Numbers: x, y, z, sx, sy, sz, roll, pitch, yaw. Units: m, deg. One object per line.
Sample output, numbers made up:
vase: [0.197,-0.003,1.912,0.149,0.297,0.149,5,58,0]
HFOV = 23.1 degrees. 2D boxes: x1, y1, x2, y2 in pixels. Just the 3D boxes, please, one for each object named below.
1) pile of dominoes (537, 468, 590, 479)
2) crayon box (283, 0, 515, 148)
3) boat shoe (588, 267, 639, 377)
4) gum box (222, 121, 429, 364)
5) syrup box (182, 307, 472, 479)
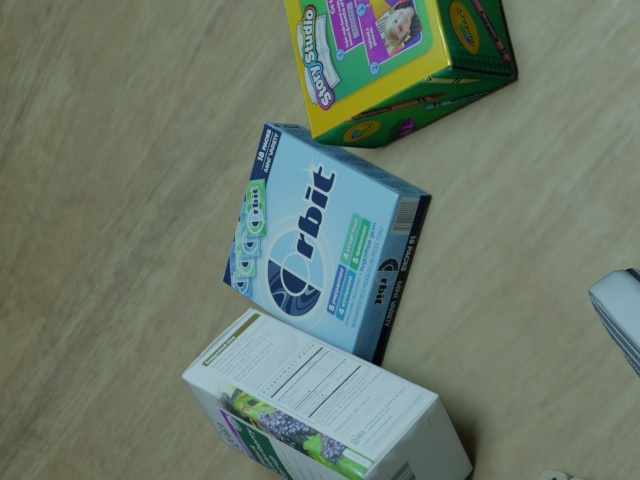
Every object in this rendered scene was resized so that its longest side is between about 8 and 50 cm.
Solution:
pile of dominoes: [0.176,0.289,1.086,0.196,0.040,0.251,4,71,54]
crayon box: [0.047,-0.234,1.285,0.165,0.081,0.278,-25,71,45]
boat shoe: [0.299,0.093,0.986,0.119,0.121,0.335,-40,36,-4]
gum box: [0.000,0.000,1.361,0.184,0.041,0.157,32,112,44]
syrup box: [0.002,0.149,1.291,0.237,0.096,0.093,21,147,45]
